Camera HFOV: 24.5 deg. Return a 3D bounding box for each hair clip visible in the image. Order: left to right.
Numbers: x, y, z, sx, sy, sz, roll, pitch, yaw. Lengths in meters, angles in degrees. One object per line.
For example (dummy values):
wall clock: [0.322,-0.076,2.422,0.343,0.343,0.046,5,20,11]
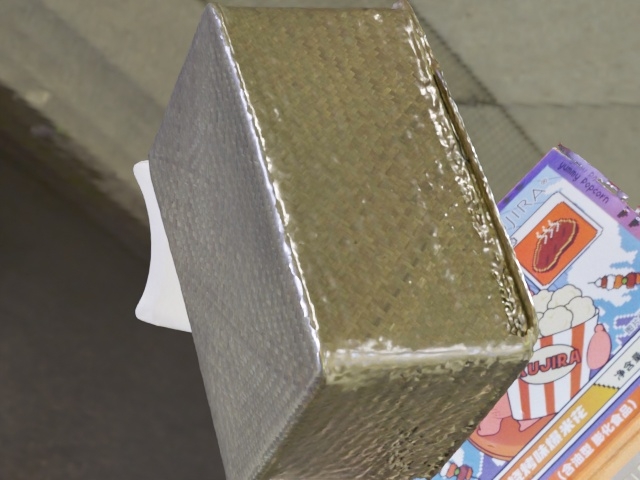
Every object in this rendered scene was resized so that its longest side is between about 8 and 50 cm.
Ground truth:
hair clip: [-0.072,0.012,1.488,0.282,0.173,0.113,3,-173,13]

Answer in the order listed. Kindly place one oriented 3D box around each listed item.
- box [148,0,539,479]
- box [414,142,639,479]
box: [0.002,0.000,0.919,0.143,0.273,0.184,-2,146,-24]
box: [0.237,0.155,1.401,0.348,0.318,0.257,-45,130,5]
